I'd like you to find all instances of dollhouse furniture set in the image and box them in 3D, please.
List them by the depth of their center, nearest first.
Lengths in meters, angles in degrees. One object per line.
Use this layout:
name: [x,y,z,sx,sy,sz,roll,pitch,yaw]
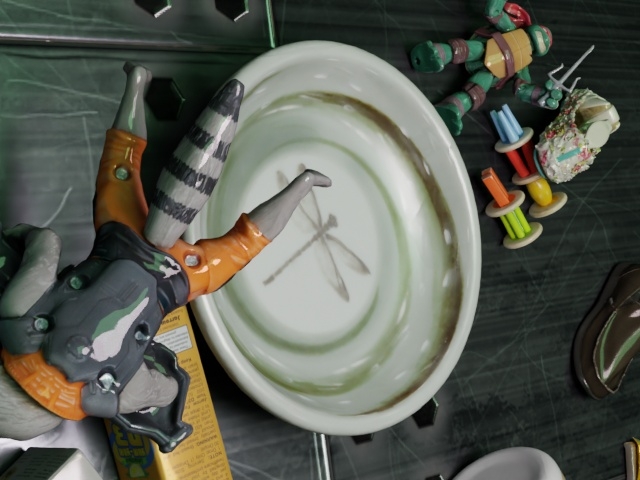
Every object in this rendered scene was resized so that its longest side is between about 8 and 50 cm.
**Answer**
dollhouse furniture set: [0.456,0.341,1.607,0.076,0.059,0.151,5,81,-41]

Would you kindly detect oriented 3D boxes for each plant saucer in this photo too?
plant saucer: [0.000,0.000,1.232,0.401,0.101,0.400,8,78,-40]

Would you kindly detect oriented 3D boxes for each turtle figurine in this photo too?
turtle figurine: [0.226,-0.226,1.453,0.234,0.118,0.175,-29,88,-24]

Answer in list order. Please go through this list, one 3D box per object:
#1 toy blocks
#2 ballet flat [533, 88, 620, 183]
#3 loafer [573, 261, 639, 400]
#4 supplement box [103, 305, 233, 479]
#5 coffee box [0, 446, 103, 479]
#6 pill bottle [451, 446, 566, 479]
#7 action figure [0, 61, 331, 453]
toy blocks: [0.236,-0.083,1.480,0.123,0.054,0.148,-45,113,-36]
ballet flat: [0.340,-0.139,1.522,0.091,0.077,0.241,59,34,-14]
loafer: [0.402,0.112,1.581,0.080,0.078,0.220,45,57,-27]
supplement box: [-0.153,0.144,1.093,0.080,0.078,0.233,-21,97,-41]
coffee box: [-0.262,0.300,0.959,0.246,0.098,0.141,-45,113,-36]
pill bottle: [0.255,0.380,1.365,0.153,0.153,0.264,-47,114,-35]
action figure: [-0.195,0.004,0.949,0.341,0.178,0.330,34,74,-11]
